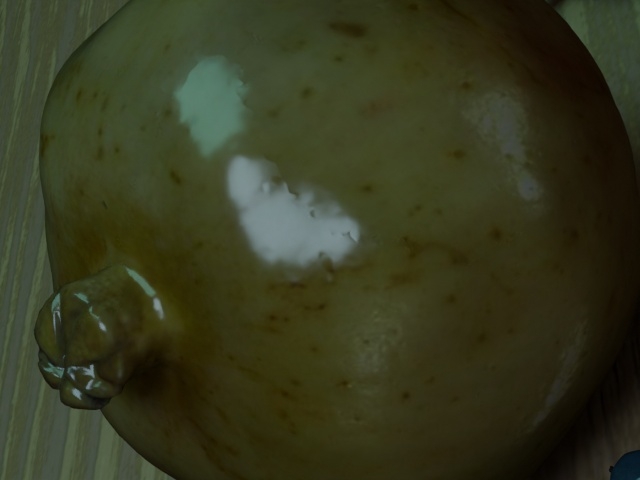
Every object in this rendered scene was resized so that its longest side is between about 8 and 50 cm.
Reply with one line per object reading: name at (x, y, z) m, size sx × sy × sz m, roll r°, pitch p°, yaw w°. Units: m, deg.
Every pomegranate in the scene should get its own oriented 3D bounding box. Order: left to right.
pomegranate at (0.000, 0.000, 1.161) m, size 0.411 × 0.411 × 0.411 m, roll -38°, pitch 32°, yaw 30°

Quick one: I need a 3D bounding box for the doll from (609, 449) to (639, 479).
doll at (0.200, 0.144, 1.045) m, size 0.083 × 0.050 × 0.076 m, roll -8°, pitch 58°, yaw 53°
